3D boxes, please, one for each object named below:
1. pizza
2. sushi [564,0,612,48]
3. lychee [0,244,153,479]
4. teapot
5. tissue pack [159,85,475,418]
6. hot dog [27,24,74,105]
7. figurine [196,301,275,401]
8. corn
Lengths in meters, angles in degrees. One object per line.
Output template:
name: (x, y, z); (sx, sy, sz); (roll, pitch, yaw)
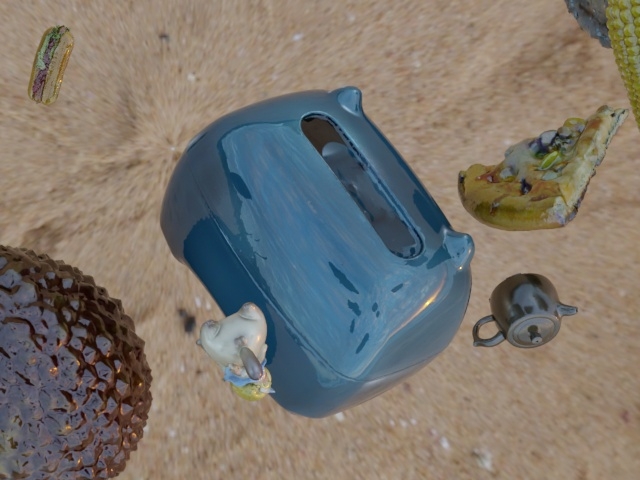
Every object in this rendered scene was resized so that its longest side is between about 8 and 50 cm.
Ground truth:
pizza: (0.212, -0.069, 1.229); (0.176, 0.184, 0.036); (-36, 112, 2)
sushi: (0.388, -0.345, 1.568); (0.219, 0.225, 0.238); (-28, 131, -7)
lychee: (-0.276, 0.124, 1.268); (0.236, 0.236, 0.271); (-15, 126, -5)
teapot: (0.221, 0.087, 1.486); (0.121, 0.068, 0.076); (-23, 136, 12)
tissue pack: (0.000, 0.000, 1.249); (0.198, 0.206, 0.287); (-17, 64, -43)
hot dog: (-0.269, -0.175, 1.351); (0.037, 0.021, 0.083); (19, 101, 15)
figurine: (-0.051, 0.077, 0.874); (0.047, 0.083, 0.050); (-20, 71, -4)
corn: (0.353, -0.142, 1.344); (0.102, 0.101, 0.310); (-21, 108, -4)
